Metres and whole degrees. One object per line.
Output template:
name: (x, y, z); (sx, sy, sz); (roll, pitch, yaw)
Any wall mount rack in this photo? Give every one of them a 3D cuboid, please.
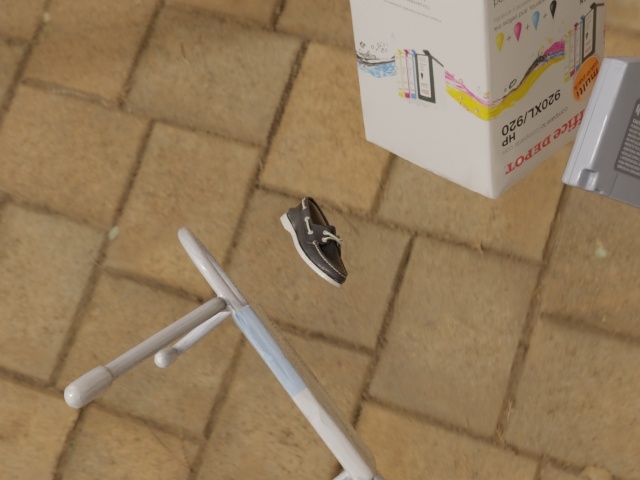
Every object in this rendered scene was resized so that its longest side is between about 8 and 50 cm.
wall mount rack: (-0.057, 0.158, 0.807); (0.130, 0.304, 0.350); (-38, 87, -1)

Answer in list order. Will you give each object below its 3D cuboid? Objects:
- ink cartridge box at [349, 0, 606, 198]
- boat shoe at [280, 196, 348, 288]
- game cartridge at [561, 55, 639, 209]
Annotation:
ink cartridge box: (0.145, -0.195, 0.910); (0.171, 0.233, 0.168); (-35, 45, -26)
boat shoe: (0.000, 0.000, 0.934); (0.038, 0.046, 0.125); (-45, 32, 8)
game cartridge: (0.128, -0.039, 0.382); (0.017, 0.083, 0.056); (30, 103, 48)
